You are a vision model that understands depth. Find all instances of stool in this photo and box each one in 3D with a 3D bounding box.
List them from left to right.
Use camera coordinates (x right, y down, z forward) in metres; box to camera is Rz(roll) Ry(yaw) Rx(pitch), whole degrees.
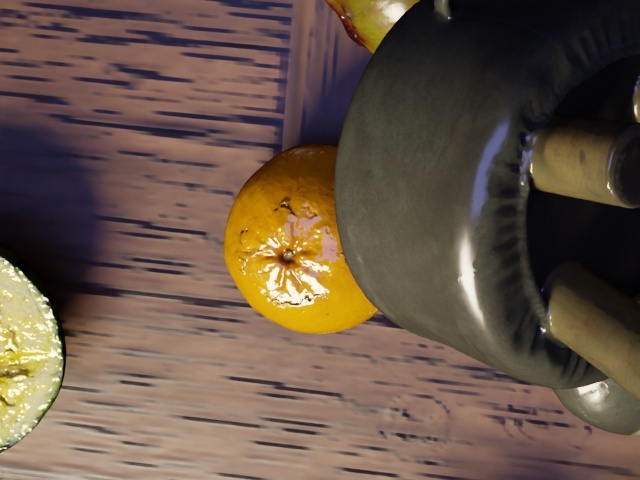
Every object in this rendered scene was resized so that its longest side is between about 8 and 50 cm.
[{"bbox_3d":[0.115,-0.012,0.640,0.228,0.139,0.153,30,84,-42],"label":"stool"}]

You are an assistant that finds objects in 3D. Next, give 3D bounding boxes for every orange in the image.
[{"bbox_3d":[0.000,0.000,0.714,0.083,0.070,0.083,3,103,12],"label":"orange"}]

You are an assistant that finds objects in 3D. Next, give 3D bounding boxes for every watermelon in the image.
[{"bbox_3d":[-0.164,0.045,0.747,0.105,0.062,0.105,0,101,0],"label":"watermelon"}]

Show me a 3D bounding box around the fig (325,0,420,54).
[{"bbox_3d":[0.046,-0.118,0.682,0.098,0.084,0.082,-32,126,6],"label":"fig"}]
